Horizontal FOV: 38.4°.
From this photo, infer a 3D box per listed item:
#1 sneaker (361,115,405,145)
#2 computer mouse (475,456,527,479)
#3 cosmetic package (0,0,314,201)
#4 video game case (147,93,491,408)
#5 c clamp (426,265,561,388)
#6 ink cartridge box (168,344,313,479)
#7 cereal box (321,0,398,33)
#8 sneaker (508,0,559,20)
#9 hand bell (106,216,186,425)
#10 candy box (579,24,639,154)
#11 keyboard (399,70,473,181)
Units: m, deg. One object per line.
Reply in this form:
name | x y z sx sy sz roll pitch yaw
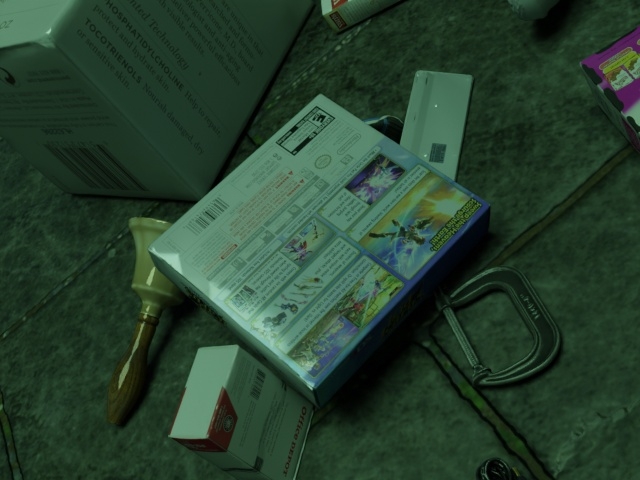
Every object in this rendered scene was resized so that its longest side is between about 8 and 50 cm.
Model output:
sneaker | 0.004 -0.106 1.134 0.211 0.080 0.081 -22 37 9
computer mouse | 0.102 0.266 0.782 0.193 0.042 0.106 -34 44 9
cosmetic package | -0.282 -0.308 1.334 0.329 0.327 0.393 4 58 39
video game case | 0.000 0.000 0.970 0.244 0.061 0.269 37 70 26
c clamp | 0.157 0.088 0.909 0.137 0.022 0.160 -33 41 2
ink cartridge box | -0.076 0.179 0.918 0.056 0.135 0.099 -8 51 36
cereal box | 0.109 -0.416 1.337 0.240 0.047 0.173 -23 45 20
sneaker | 0.351 -0.416 1.088 0.210 0.137 0.365 3 55 41
hand bell | -0.215 0.105 1.125 0.126 0.126 0.242 5 71 39
candy box | 0.378 -0.132 0.884 0.159 0.071 0.233 -31 42 11
keyboard | 0.127 -0.102 1.073 0.072 0.014 0.256 11 59 7
